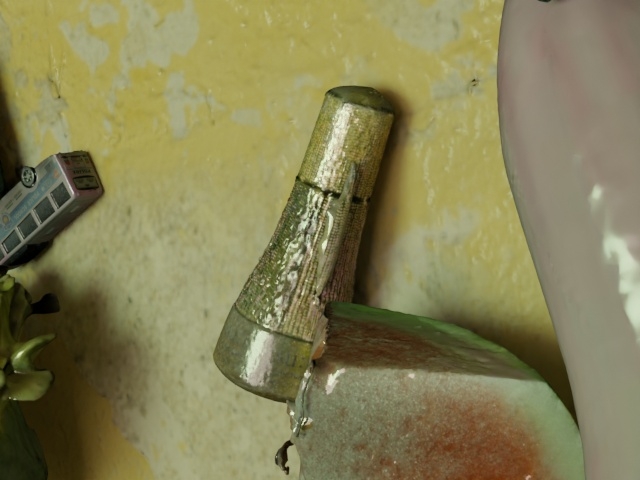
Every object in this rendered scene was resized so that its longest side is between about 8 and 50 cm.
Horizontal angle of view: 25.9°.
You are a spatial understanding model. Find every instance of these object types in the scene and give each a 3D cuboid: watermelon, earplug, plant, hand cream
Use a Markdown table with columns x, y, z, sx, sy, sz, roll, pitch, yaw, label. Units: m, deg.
| x | y | z | sx | sy | sz | roll | pitch | yaw | label |
| --- | --- | --- | --- | --- | --- | --- | --- | --- | --- |
| 0.042 | 0.197 | 0.789 | 0.224 | 0.180 | 0.305 | 21 | 110 | 51 | watermelon |
| 0.168 | -0.017 | 0.684 | 0.172 | 0.172 | 0.301 | -29 | 71 | 38 | earplug |
| -0.254 | 0.148 | 1.040 | 0.297 | 0.306 | 0.261 | 18 | 97 | -1 | plant |
| 0.000 | 0.000 | 0.879 | 0.084 | 0.084 | 0.203 | 26 | 103 | 35 | hand cream |

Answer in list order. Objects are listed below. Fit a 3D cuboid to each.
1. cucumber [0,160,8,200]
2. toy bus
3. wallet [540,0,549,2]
| x | y | z | sx | sy | sz | roll | pitch | yaw | label |
| --- | --- | --- | --- | --- | --- | --- | --- | --- | --- |
| -0.294 | -0.079 | 1.116 | 0.116 | 0.062 | 0.115 | -31 | 72 | 58 | cucumber |
| -0.222 | -0.022 | 1.080 | 0.130 | 0.037 | 0.052 | -36 | 76 | 35 | toy bus |
| 0.117 | -0.312 | 0.689 | 0.237 | 0.075 | 0.342 | -36 | 62 | 22 | wallet |
